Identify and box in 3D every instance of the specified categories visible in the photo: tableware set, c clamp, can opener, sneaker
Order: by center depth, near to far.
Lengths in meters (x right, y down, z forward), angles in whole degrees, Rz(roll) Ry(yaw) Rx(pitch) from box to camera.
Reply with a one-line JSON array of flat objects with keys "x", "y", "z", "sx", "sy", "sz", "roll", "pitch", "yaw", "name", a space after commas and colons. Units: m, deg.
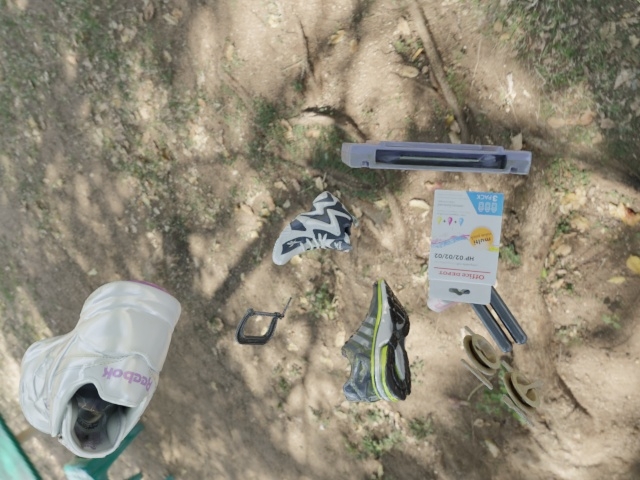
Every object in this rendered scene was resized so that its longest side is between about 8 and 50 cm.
[{"x": -0.262, "y": 0.165, "z": 0.499, "sx": 0.114, "sy": 0.152, "sz": 0.305, "roll": 27, "pitch": 130, "yaw": -29, "name": "sneaker"}, {"x": 0.358, "y": 0.250, "z": 0.901, "sx": 0.194, "sy": 0.128, "sz": 0.039, "roll": 43, "pitch": 120, "yaw": -1, "name": "tableware set"}, {"x": 0.102, "y": 0.189, "z": 0.917, "sx": 0.121, "sy": 0.300, "sz": 0.111, "roll": -23, "pitch": 116, "yaw": 24, "name": "sneaker"}, {"x": 0.367, "y": 0.123, "z": 1.073, "sx": 0.076, "sy": 0.095, "sz": 0.283, "roll": -35, "pitch": 71, "yaw": 15, "name": "can opener"}, {"x": 0.320, "y": 0.141, "z": 1.159, "sx": 0.070, "sy": 0.134, "sz": 0.051, "roll": -46, "pitch": 60, "yaw": 48, "name": "sneaker"}, {"x": 0.000, "y": 0.000, "z": 1.182, "sx": 0.153, "sy": 0.235, "sz": 0.094, "roll": 37, "pitch": 157, "yaw": 20, "name": "sneaker"}, {"x": -0.150, "y": 0.205, "z": 1.188, "sx": 0.022, "sy": 0.161, "sz": 0.137, "roll": 25, "pitch": 99, "yaw": 36, "name": "c clamp"}]

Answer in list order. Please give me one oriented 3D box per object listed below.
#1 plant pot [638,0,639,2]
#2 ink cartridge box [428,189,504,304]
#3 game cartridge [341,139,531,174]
[{"x": 0.488, "y": -0.359, "z": 0.639, "sx": 0.083, "sy": 0.083, "sz": 0.079, "roll": 40, "pitch": 125, "yaw": -1, "name": "plant pot"}, {"x": 0.230, "y": 0.013, "z": 0.747, "sx": 0.104, "sy": 0.061, "sz": 0.181, "roll": 4, "pitch": 93, "yaw": 15, "name": "ink cartridge box"}, {"x": 0.228, "y": -0.184, "z": 1.000, "sx": 0.355, "sy": 0.230, "sz": 0.068, "roll": 2, "pitch": 107, "yaw": -2, "name": "game cartridge"}]
